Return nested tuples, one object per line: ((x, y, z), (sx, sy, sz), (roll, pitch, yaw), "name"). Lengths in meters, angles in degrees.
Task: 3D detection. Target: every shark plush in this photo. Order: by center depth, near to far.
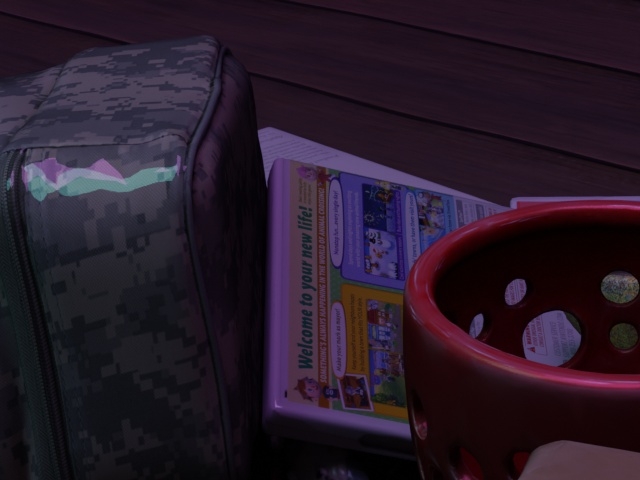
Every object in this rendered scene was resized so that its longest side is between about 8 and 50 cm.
((0.021, 0.110, 0.970), (0.067, 0.073, 0.161), (22, 11, -19), "shark plush")

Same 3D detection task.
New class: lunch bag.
((-0.161, 0.020, 0.996), (0.256, 0.212, 0.305), (-5, 20, 4), "lunch bag")

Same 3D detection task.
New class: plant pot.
((0.134, 0.094, 0.828), (0.191, 0.174, 0.191), (-3, 22, 1), "plant pot")

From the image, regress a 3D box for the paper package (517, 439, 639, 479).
((0.164, 0.220, 0.536), (0.325, 0.168, 0.309), (9, 27, 25), "paper package")

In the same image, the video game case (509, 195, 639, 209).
((0.266, 0.017, 1.190), (0.285, 0.025, 0.204), (-1, 23, 6), "video game case")

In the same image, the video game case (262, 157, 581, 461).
((0.064, 0.043, 1.012), (0.193, 0.023, 0.212), (12, 39, -10), "video game case")

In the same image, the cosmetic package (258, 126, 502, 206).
((0.000, 0.000, 1.192), (0.117, 0.085, 0.231), (-21, 31, -36), "cosmetic package")

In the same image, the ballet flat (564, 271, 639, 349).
((0.282, 0.088, 0.909), (0.348, 0.123, 0.123), (8, 25, 19), "ballet flat")
